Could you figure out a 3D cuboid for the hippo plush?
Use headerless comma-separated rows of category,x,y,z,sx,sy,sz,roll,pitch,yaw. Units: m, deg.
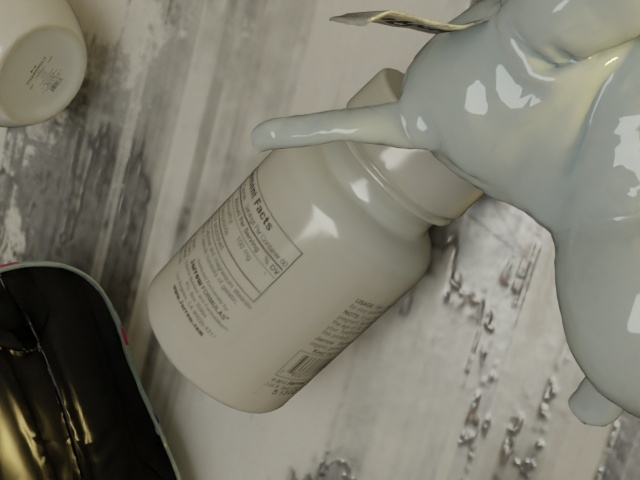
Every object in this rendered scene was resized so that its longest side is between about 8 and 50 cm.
hippo plush,0.175,-0.040,0.508,0.236,0.294,0.234,63,146,12

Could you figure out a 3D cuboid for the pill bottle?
pill bottle,0.000,0.000,0.694,0.229,0.131,0.131,-45,77,22

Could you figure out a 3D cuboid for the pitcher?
pitcher,-0.266,-0.196,0.816,0.207,0.125,0.178,35,94,30

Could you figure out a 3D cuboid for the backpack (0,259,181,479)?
backpack,-0.241,0.145,0.769,0.191,0.225,0.253,-3,106,43
